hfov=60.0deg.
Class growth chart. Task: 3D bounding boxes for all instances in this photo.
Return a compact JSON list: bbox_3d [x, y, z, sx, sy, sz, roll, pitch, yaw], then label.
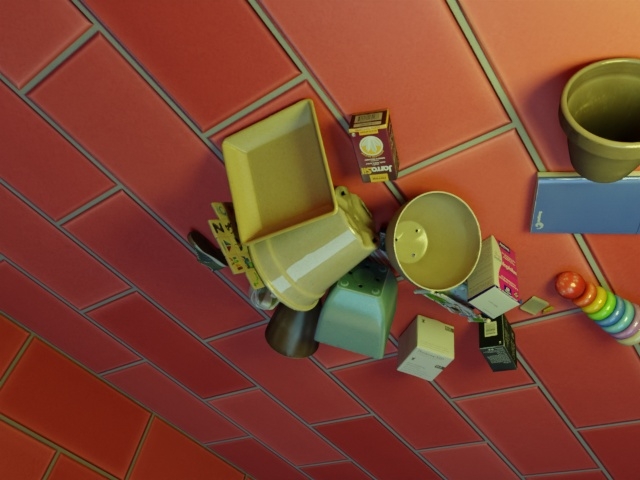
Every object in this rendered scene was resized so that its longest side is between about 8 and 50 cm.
[{"bbox_3d":[0.434,0.216,1.853,0.237,0.021,0.172,28,169,0],"label":"growth chart"}]

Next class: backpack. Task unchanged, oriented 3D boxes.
[{"bbox_3d":[0.472,0.149,1.842,0.182,0.115,0.152,36,135,-17],"label":"backpack"}]

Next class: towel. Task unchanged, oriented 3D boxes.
[{"bbox_3d":[0.223,0.027,1.845,0.197,0.029,0.144,-25,122,33],"label":"towel"}]

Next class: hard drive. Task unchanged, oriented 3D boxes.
[{"bbox_3d":[0.769,-0.103,1.565,0.318,0.040,0.210,1,135,13],"label":"hard drive"}]

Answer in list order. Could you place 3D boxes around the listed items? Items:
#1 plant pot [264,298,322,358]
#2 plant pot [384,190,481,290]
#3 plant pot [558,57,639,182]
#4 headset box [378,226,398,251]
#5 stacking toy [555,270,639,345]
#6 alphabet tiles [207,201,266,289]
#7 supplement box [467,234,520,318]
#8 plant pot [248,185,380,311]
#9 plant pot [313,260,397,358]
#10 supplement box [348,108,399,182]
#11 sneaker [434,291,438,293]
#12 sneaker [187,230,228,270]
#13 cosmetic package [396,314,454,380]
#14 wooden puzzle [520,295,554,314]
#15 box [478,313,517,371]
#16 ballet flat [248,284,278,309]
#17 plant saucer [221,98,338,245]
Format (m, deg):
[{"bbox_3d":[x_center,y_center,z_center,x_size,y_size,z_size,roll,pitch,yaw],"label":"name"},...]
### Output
[{"bbox_3d":[-0.080,0.282,2.070,0.215,0.215,0.230,16,122,-2],"label":"plant pot"},{"bbox_3d":[0.305,0.002,1.659,0.284,0.284,0.191,30,170,-16],"label":"plant pot"},{"bbox_3d":[0.688,-0.255,1.309,0.263,0.263,0.229,1,151,13],"label":"plant pot"},{"bbox_3d":[0.212,-0.004,1.777,0.062,0.032,0.083,17,135,1],"label":"headset box"},{"bbox_3d":[0.901,0.202,1.796,0.330,0.141,0.141,33,133,-9],"label":"stacking toy"},{"bbox_3d":[-0.207,0.008,1.688,0.011,0.342,0.285,-32,81,22],"label":"alphabet tiles"},{"bbox_3d":[0.529,0.111,1.714,0.111,0.220,0.114,32,132,-19],"label":"supplement box"},{"bbox_3d":[0.000,0.000,1.697,0.305,0.334,0.334,-33,120,24],"label":"plant pot"},{"bbox_3d":[0.134,0.202,1.870,0.247,0.248,0.252,15,135,10],"label":"plant pot"},{"bbox_3d":[0.151,-0.258,1.533,0.104,0.081,0.188,-4,134,18],"label":"supplement box"},{"bbox_3d":[0.392,0.145,1.919,0.043,0.040,0.109,-18,133,8],"label":"sneaker"},{"bbox_3d":[-0.423,0.048,1.996,0.086,0.064,0.192,-28,126,29],"label":"sneaker"},{"bbox_3d":[0.395,0.407,2.094,0.151,0.151,0.184,19,136,-7],"label":"cosmetic package"},{"bbox_3d":[0.744,0.225,1.926,0.116,0.014,0.078,29,130,-15],"label":"wooden puzzle"},{"bbox_3d":[0.635,0.361,1.986,0.093,0.156,0.158,-16,129,29],"label":"box"},{"bbox_3d":[-0.176,0.170,2.013,0.139,0.139,0.400,25,135,-12],"label":"ballet flat"},{"bbox_3d":[-0.107,-0.182,1.568,0.332,0.333,0.081,-18,169,29],"label":"plant saucer"}]
